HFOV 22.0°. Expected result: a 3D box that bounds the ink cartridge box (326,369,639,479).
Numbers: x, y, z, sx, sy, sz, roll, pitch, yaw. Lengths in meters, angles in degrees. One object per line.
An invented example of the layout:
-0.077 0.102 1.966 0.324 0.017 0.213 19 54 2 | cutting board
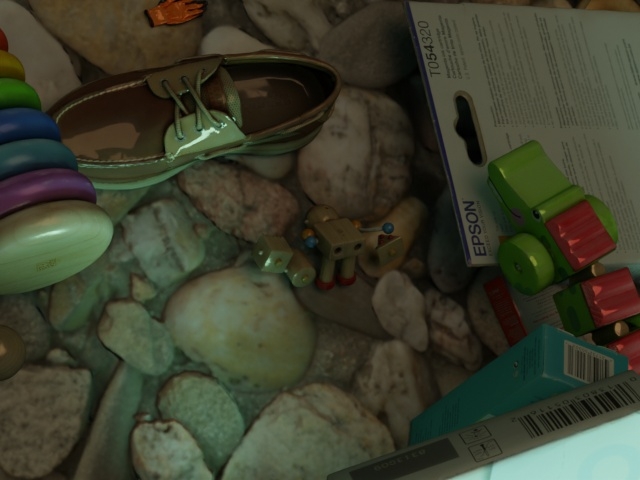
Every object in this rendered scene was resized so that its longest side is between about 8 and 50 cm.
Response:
0.203 0.344 1.528 0.308 0.091 0.385 -19 109 -6 | ink cartridge box

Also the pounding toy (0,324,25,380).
-0.395 0.086 1.465 0.183 0.110 0.237 56 30 11 | pounding toy

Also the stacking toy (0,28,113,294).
-0.309 -0.123 1.533 0.141 0.141 0.330 -13 70 -29 | stacking toy

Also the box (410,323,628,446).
0.191 0.172 1.624 0.100 0.244 0.060 22 53 -19 | box

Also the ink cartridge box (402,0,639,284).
0.256 -0.109 1.826 0.330 0.071 0.324 -1 66 -24 | ink cartridge box

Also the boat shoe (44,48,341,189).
-0.124 -0.134 1.641 0.324 0.116 0.123 -16 82 -29 | boat shoe

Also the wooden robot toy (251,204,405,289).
0.000 0.000 1.705 0.173 0.076 0.079 -9 44 -28 | wooden robot toy

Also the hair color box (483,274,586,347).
0.241 0.097 1.792 0.072 0.043 0.141 -19 83 -30 | hair color box

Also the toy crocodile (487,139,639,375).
0.275 0.055 1.657 0.115 0.105 0.340 -23 82 -25 | toy crocodile

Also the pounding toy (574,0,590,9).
0.339 -0.341 1.957 0.130 0.100 0.141 -11 69 -29 | pounding toy

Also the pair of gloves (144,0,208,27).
-0.158 -0.266 1.726 0.074 0.010 0.083 -18 82 -29 | pair of gloves
